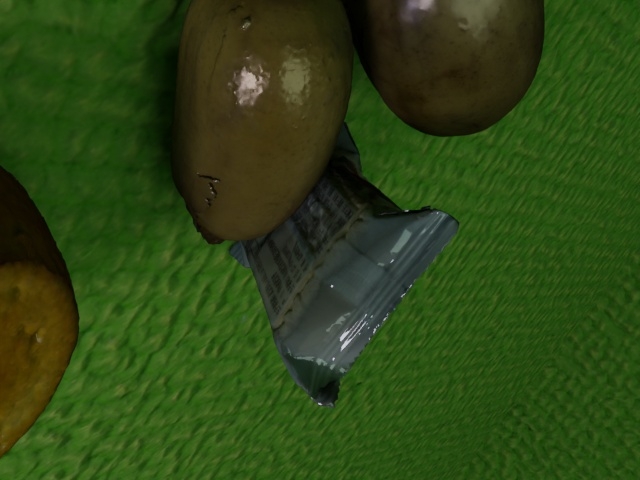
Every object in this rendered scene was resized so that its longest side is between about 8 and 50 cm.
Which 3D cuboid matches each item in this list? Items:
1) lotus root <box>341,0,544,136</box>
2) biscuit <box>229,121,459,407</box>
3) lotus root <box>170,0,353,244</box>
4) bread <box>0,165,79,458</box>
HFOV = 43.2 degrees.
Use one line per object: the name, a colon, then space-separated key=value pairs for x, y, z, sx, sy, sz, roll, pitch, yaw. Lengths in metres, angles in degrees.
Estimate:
lotus root: x=0.111 y=-0.181 z=0.717 sx=0.183 sy=0.183 sz=0.310 roll=-42 pitch=153 yaw=-5
biscuit: x=0.003 y=-0.004 z=0.719 sx=0.079 sy=0.309 sz=0.186 roll=33 pitch=98 yaw=-22
lotus root: x=-0.045 y=-0.113 z=0.642 sx=0.131 sy=0.146 sz=0.303 roll=-12 pitch=141 yaw=-27
bread: x=-0.309 y=0.067 z=0.513 sx=0.312 sy=0.172 sz=0.312 roll=-33 pitch=147 yaw=-25
